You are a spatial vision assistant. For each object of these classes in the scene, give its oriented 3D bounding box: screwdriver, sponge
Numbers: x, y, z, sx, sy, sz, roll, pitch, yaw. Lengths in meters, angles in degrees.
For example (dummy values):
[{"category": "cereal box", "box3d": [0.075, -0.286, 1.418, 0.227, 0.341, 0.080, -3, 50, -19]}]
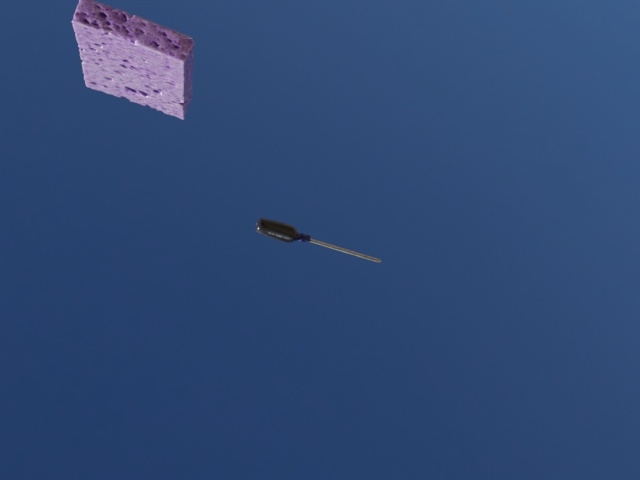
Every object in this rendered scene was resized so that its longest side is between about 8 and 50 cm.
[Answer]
[{"category": "screwdriver", "box3d": [0.000, 0.000, 1.675, 0.170, 0.025, 0.024, 12, -170, -13]}, {"category": "sponge", "box3d": [-0.190, -0.183, 1.368, 0.117, 0.210, 0.031, 20, -101, -2]}]
